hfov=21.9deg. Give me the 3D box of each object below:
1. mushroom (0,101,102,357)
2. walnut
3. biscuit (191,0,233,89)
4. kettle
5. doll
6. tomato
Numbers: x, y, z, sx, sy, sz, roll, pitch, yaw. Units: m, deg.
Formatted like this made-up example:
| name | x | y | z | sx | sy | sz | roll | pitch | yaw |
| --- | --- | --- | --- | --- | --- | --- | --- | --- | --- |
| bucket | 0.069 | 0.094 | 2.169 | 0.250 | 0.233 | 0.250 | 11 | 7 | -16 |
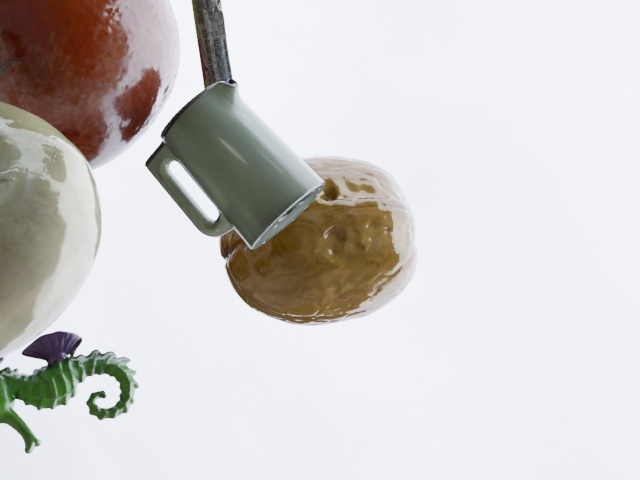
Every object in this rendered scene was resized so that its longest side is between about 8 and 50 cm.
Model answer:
| name | x | y | z | sx | sy | sz | roll | pitch | yaw |
| --- | --- | --- | --- | --- | --- | --- | --- | --- | --- |
| mushroom | -0.307 | -0.020 | 1.350 | 0.246 | 0.246 | 0.202 | 35 | -17 | 42 |
| walnut | 0.000 | 0.000 | 1.840 | 0.193 | 0.226 | 0.193 | 178 | -90 | -79 |
| biscuit | -0.138 | -0.282 | 2.001 | 0.026 | 0.048 | 0.292 | 6 | -74 | 55 |
| kettle | -0.084 | -0.071 | 1.639 | 0.148 | 0.098 | 0.127 | 47 | -29 | 6 |
| doll | -0.276 | 0.150 | 1.639 | 0.050 | 0.190 | 0.115 | 128 | -52 | -73 |
| tomato | -0.265 | -0.202 | 1.661 | 0.265 | 0.265 | 0.265 | 34 | -44 | 42 |
